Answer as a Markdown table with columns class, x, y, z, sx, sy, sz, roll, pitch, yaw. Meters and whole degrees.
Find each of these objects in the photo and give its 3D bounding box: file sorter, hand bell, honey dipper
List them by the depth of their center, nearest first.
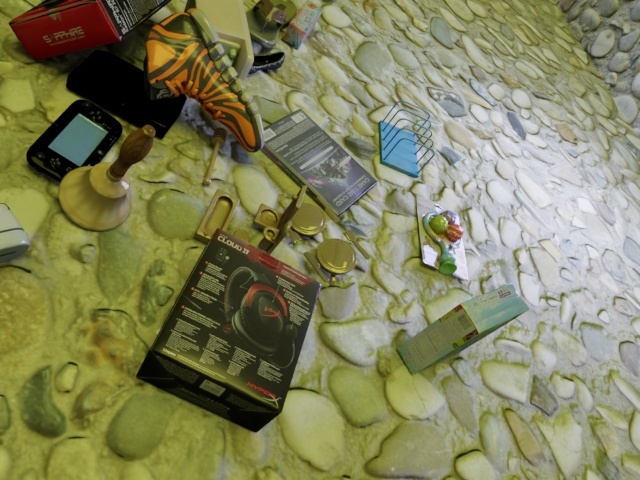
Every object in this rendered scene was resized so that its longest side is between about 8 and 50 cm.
| class | x | y | z | sx | sy | sz | roll | pitch | yaw |
| --- | --- | --- | --- | --- | --- | --- | --- | --- | --- |
| hand bell | -0.326 | -0.117 | 0.897 | 0.126 | 0.242 | 0.126 | 19 | 58 | -34 |
| honey dipper | -0.226 | -0.178 | 1.176 | 0.030 | 0.030 | 0.160 | 20 | 50 | -19 |
| file sorter | 0.237 | -0.280 | 1.499 | 0.118 | 0.104 | 0.170 | 20 | 47 | -19 |

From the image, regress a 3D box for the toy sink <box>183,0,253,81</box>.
| class | x | y | z | sx | sy | sz | roll | pitch | yaw |
| --- | --- | --- | --- | --- | --- | --- | --- | --- | --- |
| toy sink | -0.256 | -0.458 | 1.289 | 0.131 | 0.153 | 0.234 | 6 | 54 | -29 |

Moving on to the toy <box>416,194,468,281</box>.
| class | x | y | z | sx | sy | sz | roll | pitch | yaw |
| --- | --- | --- | --- | --- | --- | --- | --- | --- | --- |
| toy | 0.316 | -0.021 | 1.380 | 0.137 | 0.056 | 0.237 | 22 | 47 | -18 |

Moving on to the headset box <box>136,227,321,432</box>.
| class | x | y | z | sx | sy | sz | roll | pitch | yaw |
| --- | --- | --- | --- | --- | --- | --- | --- | --- | --- |
| headset box | -0.137 | 0.133 | 0.931 | 0.218 | 0.110 | 0.293 | 29 | 46 | -11 |

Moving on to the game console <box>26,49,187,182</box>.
| class | x | y | z | sx | sy | sz | roll | pitch | yaw |
| --- | --- | --- | --- | --- | --- | --- | --- | --- | --- |
| game console | -0.422 | -0.234 | 1.084 | 0.213 | 0.044 | 0.361 | 27 | 46 | -12 |

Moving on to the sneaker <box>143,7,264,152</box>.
| class | x | y | z | sx | sy | sz | roll | pitch | yaw |
| --- | --- | --- | --- | --- | --- | --- | --- | --- | --- |
| sneaker | -0.258 | -0.302 | 1.151 | 0.180 | 0.124 | 0.321 | -33 | 99 | -20 |

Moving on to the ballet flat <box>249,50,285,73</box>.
| class | x | y | z | sx | sy | sz | roll | pitch | yaw |
| --- | --- | --- | --- | --- | --- | --- | --- | --- | --- |
| ballet flat | -0.164 | -0.466 | 1.426 | 0.173 | 0.049 | 0.057 | -25 | 71 | -42 |

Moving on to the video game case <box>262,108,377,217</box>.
| class | x | y | z | sx | sy | sz | roll | pitch | yaw |
| --- | --- | --- | --- | --- | --- | --- | --- | --- | --- |
| video game case | -0.009 | -0.191 | 1.328 | 0.274 | 0.026 | 0.196 | 45 | 45 | 4 |

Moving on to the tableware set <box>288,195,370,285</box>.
| class | x | y | z | sx | sy | sz | roll | pitch | yaw |
| --- | --- | --- | --- | --- | --- | --- | --- | --- | --- |
| tableware set | 0.000 | 0.000 | 1.176 | 0.128 | 0.039 | 0.194 | -26 | 66 | -30 |

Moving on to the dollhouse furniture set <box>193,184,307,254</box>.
| class | x | y | z | sx | sy | sz | roll | pitch | yaw |
| --- | --- | --- | --- | --- | --- | --- | --- | --- | --- |
| dollhouse furniture set | -0.133 | -0.053 | 1.056 | 0.151 | 0.123 | 0.144 | 26 | 55 | -13 |

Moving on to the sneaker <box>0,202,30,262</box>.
| class | x | y | z | sx | sy | sz | roll | pitch | yaw |
| --- | --- | --- | --- | --- | --- | --- | --- | --- | --- |
| sneaker | -0.556 | 0.008 | 0.776 | 0.258 | 0.094 | 0.091 | -21 | 78 | -53 |

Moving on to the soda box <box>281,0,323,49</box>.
| class | x | y | z | sx | sy | sz | roll | pitch | yaw |
| --- | --- | --- | --- | --- | --- | --- | --- | --- | --- |
| soda box | -0.052 | -0.637 | 1.622 | 0.058 | 0.063 | 0.183 | 31 | 46 | -9 |

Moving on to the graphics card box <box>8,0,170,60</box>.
| class | x | y | z | sx | sy | sz | roll | pitch | yaw |
| --- | --- | --- | --- | --- | --- | --- | --- | --- | --- |
| graphics card box | -0.440 | -0.517 | 1.170 | 0.371 | 0.233 | 0.094 | -69 | 147 | -44 |

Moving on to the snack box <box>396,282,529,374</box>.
| class | x | y | z | sx | sy | sz | roll | pitch | yaw |
| --- | --- | --- | --- | --- | --- | --- | --- | --- | --- |
| snack box | 0.279 | 0.177 | 1.094 | 0.174 | 0.207 | 0.070 | -12 | 64 | -39 |

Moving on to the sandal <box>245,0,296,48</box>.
| class | x | y | z | sx | sy | sz | roll | pitch | yaw |
| --- | --- | --- | --- | --- | --- | --- | --- | --- | --- |
| sandal | -0.144 | -0.637 | 1.546 | 0.120 | 0.086 | 0.303 | 31 | 45 | -9 |
